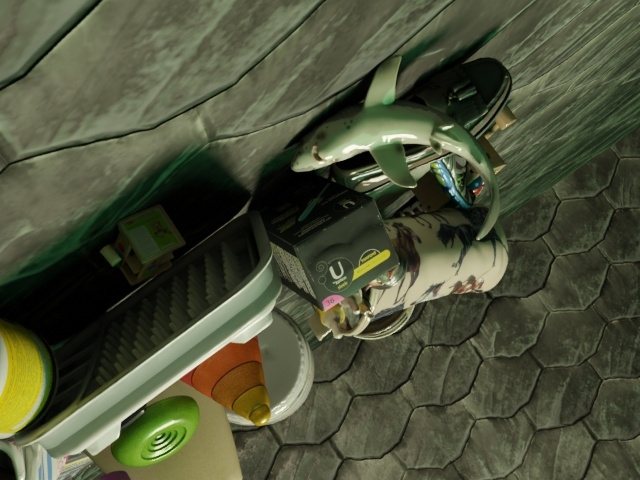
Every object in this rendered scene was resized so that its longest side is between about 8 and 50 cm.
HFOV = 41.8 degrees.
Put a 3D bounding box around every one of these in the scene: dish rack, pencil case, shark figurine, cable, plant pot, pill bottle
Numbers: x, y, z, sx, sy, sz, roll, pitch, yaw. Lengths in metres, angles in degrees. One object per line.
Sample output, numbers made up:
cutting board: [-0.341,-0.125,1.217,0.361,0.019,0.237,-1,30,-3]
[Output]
dish rack: [-0.179,0.107,0.960,0.332,0.072,0.285,-37,-164,2]
pencil case: [0.152,0.041,1.393,0.410,0.160,0.183,-11,152,-45]
shark figurine: [0.119,-0.123,1.002,0.116,0.278,0.166,-107,-143,-69]
cable: [0.018,0.021,1.173,0.139,0.287,0.072,-44,128,2]
plant pot: [-0.246,0.286,1.282,0.256,0.274,0.256,-34,169,-7]
pill bottle: [-0.326,0.121,0.760,0.119,0.119,0.208,-34,169,-7]

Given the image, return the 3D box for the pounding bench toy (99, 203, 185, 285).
pounding bench toy: [-0.195,0.012,0.869,0.083,0.052,0.065,-27,167,-36]

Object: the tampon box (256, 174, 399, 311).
tampon box: [0.000,0.000,1.076,0.120,0.102,0.161,-31,-154,-16]

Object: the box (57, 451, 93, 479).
box: [-0.557,0.419,1.380,0.318,0.097,0.395,-35,169,7]

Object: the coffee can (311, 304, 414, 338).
coffee can: [0.090,0.092,1.660,0.201,0.202,0.275,-36,169,1]

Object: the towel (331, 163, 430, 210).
towel: [0.090,-0.093,1.292,0.187,0.049,0.282,-34,169,-11]

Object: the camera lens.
camera lens: [-0.123,0.234,1.568,0.219,0.219,0.274,-34,169,-6]

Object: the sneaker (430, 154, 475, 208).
sneaker: [0.226,-0.119,1.394,0.078,0.067,0.188,-42,137,-3]

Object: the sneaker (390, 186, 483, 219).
sneaker: [0.258,-0.067,1.768,0.162,0.106,0.281,-33,171,-44]

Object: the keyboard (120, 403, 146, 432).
keyboard: [-0.275,0.174,1.094,0.100,0.192,0.038,-42,124,15]

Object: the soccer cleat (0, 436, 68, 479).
soccer cleat: [-0.341,0.238,0.936,0.331,0.116,0.143,-96,-156,-56]

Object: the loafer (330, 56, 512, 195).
loafer: [0.130,-0.147,1.082,0.267,0.096,0.084,-35,163,8]

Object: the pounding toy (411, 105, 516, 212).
pounding toy: [0.291,-0.148,1.540,0.206,0.094,0.181,-43,167,34]

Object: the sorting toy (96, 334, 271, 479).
sorting toy: [-0.174,0.269,1.080,0.366,0.126,0.127,-52,149,19]
